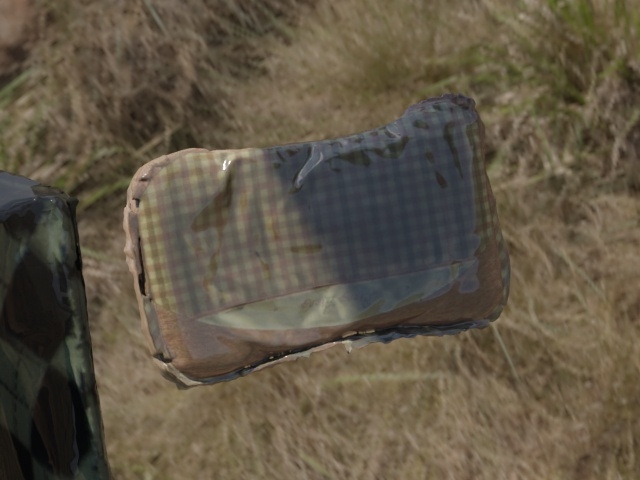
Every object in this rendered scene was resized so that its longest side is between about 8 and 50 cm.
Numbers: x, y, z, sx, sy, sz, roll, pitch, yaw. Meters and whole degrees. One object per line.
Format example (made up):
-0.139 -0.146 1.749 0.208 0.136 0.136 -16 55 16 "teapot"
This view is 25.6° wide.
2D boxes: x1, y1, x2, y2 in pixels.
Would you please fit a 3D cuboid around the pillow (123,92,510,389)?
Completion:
0.000 0.003 0.774 0.211 0.135 0.034 -13 12 -10 "pillow"

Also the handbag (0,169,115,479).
-0.240 0.168 0.527 0.180 0.317 0.416 16 36 28 "handbag"
